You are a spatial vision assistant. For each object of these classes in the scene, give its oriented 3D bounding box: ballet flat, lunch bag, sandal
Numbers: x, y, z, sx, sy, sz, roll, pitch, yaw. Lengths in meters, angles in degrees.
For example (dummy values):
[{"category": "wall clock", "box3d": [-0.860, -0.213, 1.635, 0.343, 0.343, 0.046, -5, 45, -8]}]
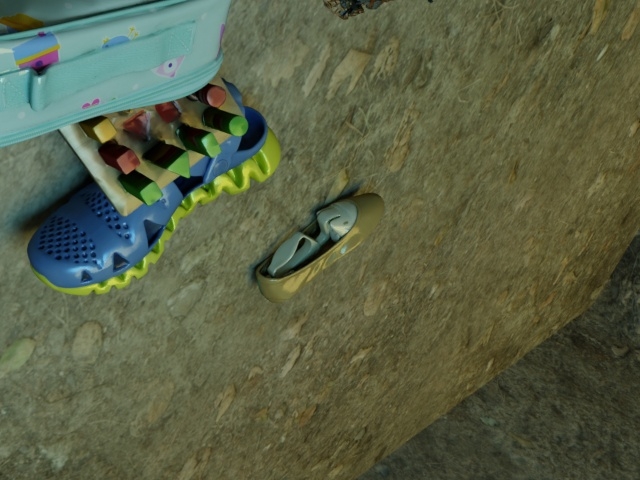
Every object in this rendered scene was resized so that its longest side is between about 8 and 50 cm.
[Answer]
[{"category": "ballet flat", "box3d": [0.000, 0.000, 1.540, 0.232, 0.080, 0.073, -44, 141, -9]}, {"category": "lunch bag", "box3d": [-0.213, -0.170, 0.751, 0.279, 0.224, 0.107, -26, 149, -39]}, {"category": "sandal", "box3d": [-0.179, -0.071, 1.102, 0.317, 0.126, 0.138, -43, 152, -26]}]

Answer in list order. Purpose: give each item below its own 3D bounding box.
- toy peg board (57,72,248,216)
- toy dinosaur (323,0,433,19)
[{"category": "toy peg board", "box3d": [-0.158, -0.125, 0.989, 0.161, 0.079, 0.160, -40, 120, -15]}, {"category": "toy dinosaur", "box3d": [0.129, -0.353, 1.128, 0.164, 0.218, 0.321, 38, 64, -29]}]
